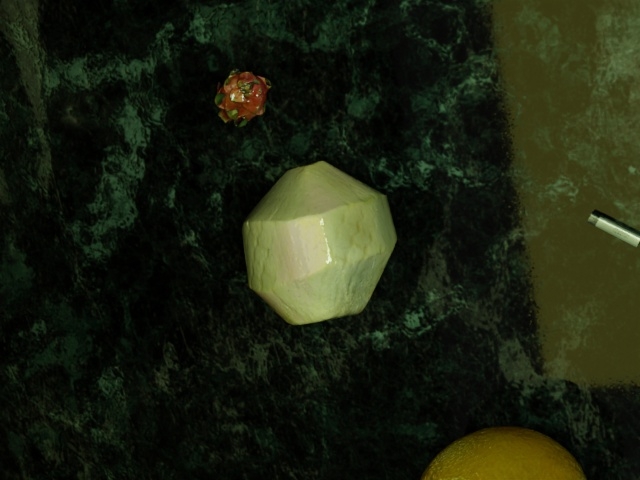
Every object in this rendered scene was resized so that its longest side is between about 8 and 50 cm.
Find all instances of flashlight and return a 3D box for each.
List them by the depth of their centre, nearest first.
[{"bbox_3d":[0.443,-0.018,1.712,0.083,0.018,0.018,29,110,16],"label":"flashlight"}]

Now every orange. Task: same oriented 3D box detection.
[{"bbox_3d":[0.280,0.415,1.734,0.274,0.274,0.274,5,102,23],"label":"orange"}]

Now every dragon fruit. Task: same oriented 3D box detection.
[{"bbox_3d":[-0.133,-0.233,1.891,0.086,0.081,0.116,41,137,9],"label":"dragon fruit"}]

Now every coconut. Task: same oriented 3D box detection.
[{"bbox_3d":[0.000,0.000,1.786,0.259,0.259,0.259,5,102,23],"label":"coconut"}]
